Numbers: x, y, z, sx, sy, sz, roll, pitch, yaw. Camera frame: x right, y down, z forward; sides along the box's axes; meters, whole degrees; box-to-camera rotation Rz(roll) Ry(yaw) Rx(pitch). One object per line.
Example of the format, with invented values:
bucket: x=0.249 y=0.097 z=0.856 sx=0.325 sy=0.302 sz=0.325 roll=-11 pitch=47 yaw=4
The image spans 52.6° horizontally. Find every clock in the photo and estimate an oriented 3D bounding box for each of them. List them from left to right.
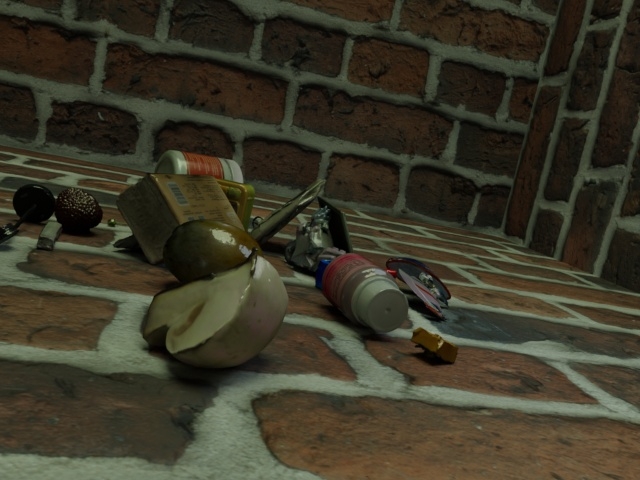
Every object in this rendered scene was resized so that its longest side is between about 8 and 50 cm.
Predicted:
clock: x=-0.291 y=-0.083 z=2.000 sx=0.143 sy=0.202 sz=0.096 roll=13 pitch=9 yaw=12

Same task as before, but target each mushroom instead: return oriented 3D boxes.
mushroom: x=-0.157 y=0.158 z=1.060 sx=0.236 sy=0.173 sz=0.162 roll=-22 pitch=39 yaw=25

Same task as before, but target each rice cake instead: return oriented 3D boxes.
rice cake: x=-0.678 y=-0.015 z=1.624 sx=0.047 sy=0.036 sz=0.206 roll=22 pitch=5 yaw=-21

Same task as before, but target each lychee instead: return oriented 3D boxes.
lychee: x=-0.664 y=-0.080 z=1.770 sx=0.123 sy=0.129 sz=0.123 roll=-16 pitch=31 yaw=10

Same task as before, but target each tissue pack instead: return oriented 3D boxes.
tissue pack: x=-0.394 y=-0.043 z=1.753 sx=0.238 sy=0.239 sz=0.305 roll=15 pitch=10 yaw=19

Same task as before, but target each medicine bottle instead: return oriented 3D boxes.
medicine bottle: x=-0.417 y=-0.164 z=2.170 sx=0.240 sy=0.253 sz=0.252 roll=5 pitch=12 yaw=-32
medicine bottle: x=0.103 y=0.122 z=1.484 sx=0.147 sy=0.147 sz=0.247 roll=8 pitch=10 yaw=-22

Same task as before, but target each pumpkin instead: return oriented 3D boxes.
pumpkin: x=0.235 y=0.220 z=1.340 sx=0.083 sy=0.054 sz=0.074 roll=32 pitch=-3 yaw=-42

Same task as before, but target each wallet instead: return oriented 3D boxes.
wallet: x=-0.127 y=-0.089 z=2.128 sx=0.068 sy=0.335 sz=0.275 roll=51 pitch=12 yaw=-11

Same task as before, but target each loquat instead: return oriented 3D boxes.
loquat: x=-0.242 y=0.039 z=1.455 sx=0.227 sy=0.179 sz=0.179 roll=18 pitch=10 yaw=11

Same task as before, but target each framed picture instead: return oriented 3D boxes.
framed picture: x=0.056 y=-0.007 z=1.963 sx=0.019 sy=0.232 sz=0.296 roll=-17 pitch=16 yaw=-9

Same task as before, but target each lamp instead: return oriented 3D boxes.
lamp: x=-0.770 y=-0.067 z=1.612 sx=0.130 sy=0.109 sz=0.371 roll=-31 pitch=13 yaw=7

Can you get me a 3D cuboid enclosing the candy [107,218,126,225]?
candy: x=-0.620 y=-0.052 z=1.977 sx=0.023 sy=0.025 sz=0.083 roll=44 pitch=9 yaw=15

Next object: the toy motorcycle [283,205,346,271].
toy motorcycle: x=-0.004 y=-0.001 z=1.886 sx=0.239 sy=0.204 sz=0.108 roll=21 pitch=2 yaw=29

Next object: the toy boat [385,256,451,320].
toy boat: x=0.269 y=0.128 z=1.807 sx=0.219 sy=0.072 sz=0.318 roll=37 pitch=18 yaw=8

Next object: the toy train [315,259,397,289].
toy train: x=0.099 y=0.106 z=1.753 sx=0.204 sy=0.083 sz=0.131 roll=5 pitch=10 yaw=-38
